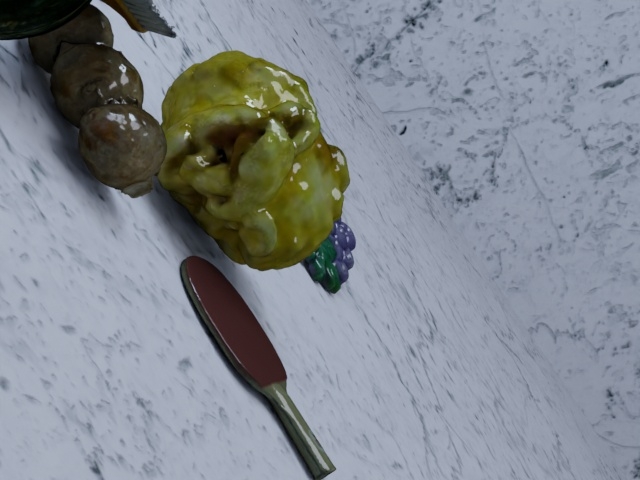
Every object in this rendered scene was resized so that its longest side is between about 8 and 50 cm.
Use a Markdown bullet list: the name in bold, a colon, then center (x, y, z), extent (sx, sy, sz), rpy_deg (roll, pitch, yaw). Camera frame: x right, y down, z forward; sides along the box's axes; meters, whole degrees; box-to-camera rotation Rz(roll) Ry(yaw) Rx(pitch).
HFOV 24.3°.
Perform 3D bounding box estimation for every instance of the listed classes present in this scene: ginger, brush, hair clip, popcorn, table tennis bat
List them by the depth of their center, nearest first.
- **ginger**: center (-0.201, -0.135, 1.334), extent (0.204, 0.080, 0.104), rpy_deg (62, 6, 31)
- **brush**: center (-0.224, -0.240, 1.378), extent (0.314, 0.017, 0.090), rpy_deg (27, -24, 55)
- **table tennis bat**: center (-0.060, 0.119, 1.410), extent (0.246, 0.022, 0.138), rpy_deg (57, 11, 12)
- **popcorn**: center (-0.086, -0.079, 1.505), extent (0.203, 0.200, 0.226), rpy_deg (-14, 103, -51)
- **hair clip**: center (-0.001, 0.001, 1.949), extent (0.124, 0.052, 0.195), rpy_deg (60, 17, -14)

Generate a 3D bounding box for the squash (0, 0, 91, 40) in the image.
- **squash**: center (-0.262, -0.264, 1.195), extent (0.218, 0.172, 0.218), rpy_deg (53, 9, -12)
